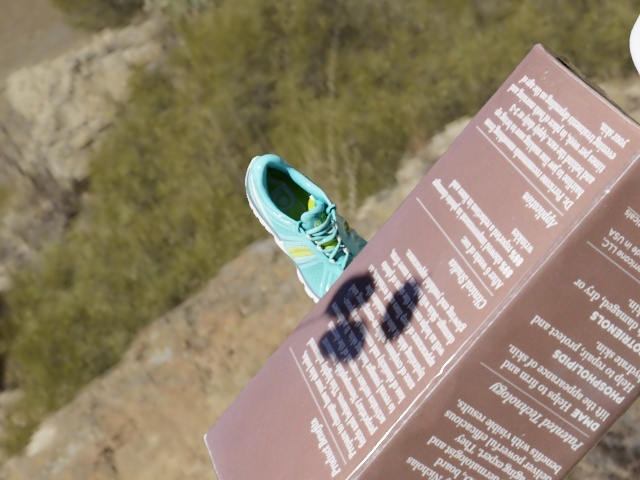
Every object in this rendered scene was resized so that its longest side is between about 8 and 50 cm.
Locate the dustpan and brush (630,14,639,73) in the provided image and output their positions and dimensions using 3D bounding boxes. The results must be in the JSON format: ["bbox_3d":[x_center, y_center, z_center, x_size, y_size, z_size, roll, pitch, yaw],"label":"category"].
[{"bbox_3d":[0.161,-0.095,0.629,0.147,0.211,0.060,-16,-33,-56],"label":"dustpan and brush"}]

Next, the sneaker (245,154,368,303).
[{"bbox_3d":[0.000,0.000,1.939,0.107,0.275,0.110,-43,-9,-12],"label":"sneaker"}]

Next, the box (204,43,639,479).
[{"bbox_3d":[0.100,0.075,1.024,0.381,0.143,0.191,-48,27,10],"label":"box"}]
